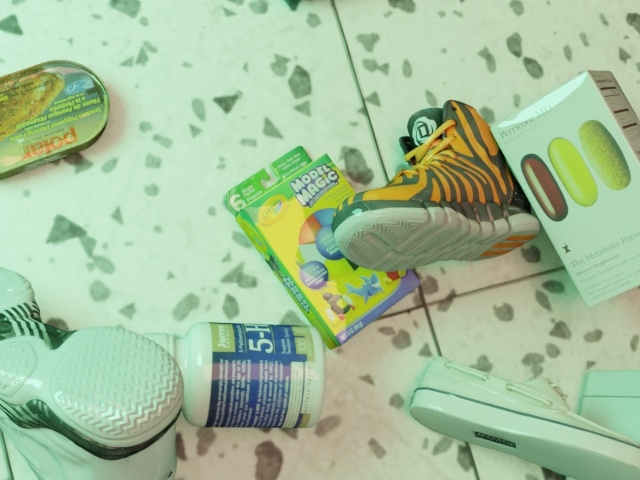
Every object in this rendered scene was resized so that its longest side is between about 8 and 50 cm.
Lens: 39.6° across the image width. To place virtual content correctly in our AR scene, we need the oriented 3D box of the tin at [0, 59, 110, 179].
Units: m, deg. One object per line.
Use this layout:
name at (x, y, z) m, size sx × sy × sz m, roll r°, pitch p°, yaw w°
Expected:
tin at (-0.329, -0.133, 0.995) m, size 0.189 × 0.040 × 0.106 m, roll -23°, pitch 79°, yaw -18°

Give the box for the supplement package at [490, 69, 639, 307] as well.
supplement package at (0.335, -0.066, 1.067) m, size 0.134 × 0.139 × 0.244 m, roll -18°, pitch 79°, yaw -59°

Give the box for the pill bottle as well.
pill bottle at (-0.096, 0.143, 0.947) m, size 0.186 × 0.112 × 0.112 m, roll 3°, pitch 76°, yaw -14°

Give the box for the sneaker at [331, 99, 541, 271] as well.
sneaker at (0.114, -0.068, 1.023) m, size 0.321 × 0.124 × 0.180 m, roll 1°, pitch 63°, yaw -47°

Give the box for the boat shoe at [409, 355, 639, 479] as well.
boat shoe at (0.236, 0.196, 0.992) m, size 0.267 × 0.096 × 0.088 m, roll 11°, pitch 59°, yaw 26°

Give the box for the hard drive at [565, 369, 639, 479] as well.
hard drive at (0.348, 0.314, 0.954) m, size 0.047 × 0.233 × 0.353 m, roll 24°, pitch 72°, yaw -23°

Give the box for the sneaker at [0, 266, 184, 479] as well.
sneaker at (-0.284, 0.164, 0.874) m, size 0.365 × 0.210 × 0.137 m, roll 18°, pitch 37°, yaw 26°

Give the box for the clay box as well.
clay box at (0.000, 0.000, 1.035) m, size 0.127 × 0.053 × 0.222 m, roll -36°, pitch 89°, yaw -21°
